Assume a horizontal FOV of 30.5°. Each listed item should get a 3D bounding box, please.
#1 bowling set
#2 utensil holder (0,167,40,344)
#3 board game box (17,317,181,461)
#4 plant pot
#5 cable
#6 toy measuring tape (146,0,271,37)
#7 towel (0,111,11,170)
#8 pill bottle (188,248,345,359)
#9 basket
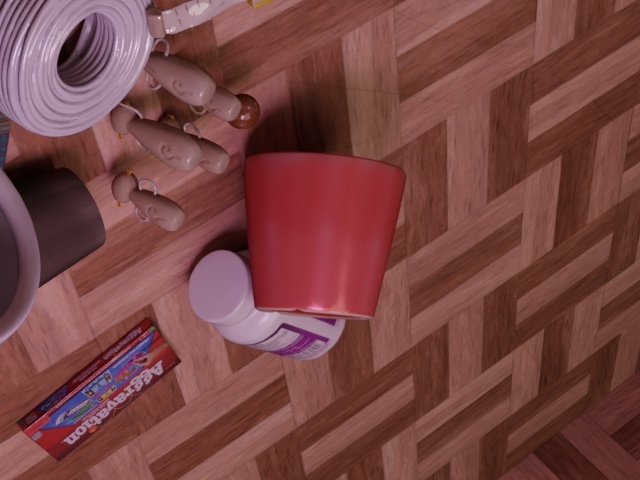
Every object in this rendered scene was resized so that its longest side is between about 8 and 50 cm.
[{"bbox_3d":[-0.201,-0.173,1.721,0.200,0.154,0.287,-32,148,-53],"label":"bowling set"},{"bbox_3d":[-0.552,0.076,1.320,0.327,0.328,0.385,2,147,-48],"label":"utensil holder"},{"bbox_3d":[-0.382,0.264,2.060,0.281,0.027,0.145,-40,147,-9],"label":"board game box"},{"bbox_3d":[0.000,0.000,1.897,0.275,0.274,0.243,12,80,-52],"label":"plant pot"},{"bbox_3d":[-0.315,-0.257,1.485,0.257,0.089,0.257,-40,151,-35],"label":"cable"},{"bbox_3d":[-0.111,-0.372,1.604,0.330,0.121,0.121,-28,143,-22],"label":"toy measuring tape"},{"bbox_3d":[-0.545,-0.153,1.432,0.370,0.040,0.272,-13,135,-41],"label":"towel"},{"bbox_3d":[-0.096,0.109,2.080,0.169,0.169,0.301,-51,147,9],"label":"pill bottle"},{"bbox_3d":[-0.427,0.001,1.627,0.226,0.154,0.204,-31,150,-27],"label":"basket"}]
